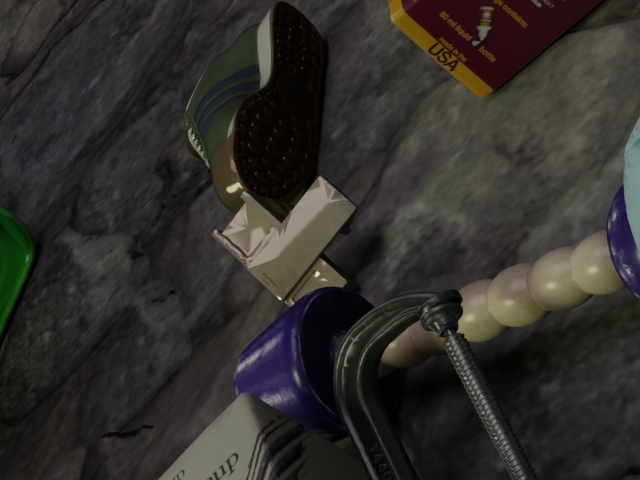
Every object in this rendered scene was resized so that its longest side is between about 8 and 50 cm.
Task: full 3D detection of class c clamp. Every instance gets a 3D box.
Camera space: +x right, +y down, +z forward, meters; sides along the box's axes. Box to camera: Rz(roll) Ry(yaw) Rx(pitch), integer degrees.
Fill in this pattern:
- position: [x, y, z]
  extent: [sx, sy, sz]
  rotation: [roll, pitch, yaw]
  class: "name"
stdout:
- position: [0.066, 0.086, 0.867]
  extent: [0.137, 0.022, 0.161]
  rotation: [-53, 57, 38]
  class: "c clamp"

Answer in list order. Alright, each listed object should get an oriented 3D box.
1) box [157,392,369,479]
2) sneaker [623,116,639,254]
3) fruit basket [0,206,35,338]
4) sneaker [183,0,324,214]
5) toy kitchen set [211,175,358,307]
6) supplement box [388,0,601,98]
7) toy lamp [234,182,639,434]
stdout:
- position: [-0.009, 0.195, 0.847]
  extent: [0.113, 0.094, 0.275]
  rotation: [-48, 29, 12]
  class: "box"
- position: [0.172, 0.037, 0.728]
  extent: [0.319, 0.127, 0.208]
  rotation: [-53, 29, -19]
  class: "sneaker"
- position: [-0.365, 0.071, 1.311]
  extent: [0.392, 0.283, 0.392]
  rotation: [-54, 18, 26]
  class: "fruit basket"
- position: [-0.050, -0.067, 1.235]
  extent: [0.086, 0.064, 0.192]
  rotation: [-35, 28, 33]
  class: "sneaker"
- position: [0.000, 0.000, 1.117]
  extent: [0.083, 0.075, 0.068]
  rotation: [42, 100, 22]
  class: "toy kitchen set"
- position: [0.126, -0.183, 1.077]
  extent: [0.188, 0.081, 0.104]
  rotation: [-40, 31, 23]
  class: "supplement box"
- position: [0.065, 0.037, 0.933]
  extent: [0.274, 0.080, 0.080]
  rotation: [-22, 41, 40]
  class: "toy lamp"
